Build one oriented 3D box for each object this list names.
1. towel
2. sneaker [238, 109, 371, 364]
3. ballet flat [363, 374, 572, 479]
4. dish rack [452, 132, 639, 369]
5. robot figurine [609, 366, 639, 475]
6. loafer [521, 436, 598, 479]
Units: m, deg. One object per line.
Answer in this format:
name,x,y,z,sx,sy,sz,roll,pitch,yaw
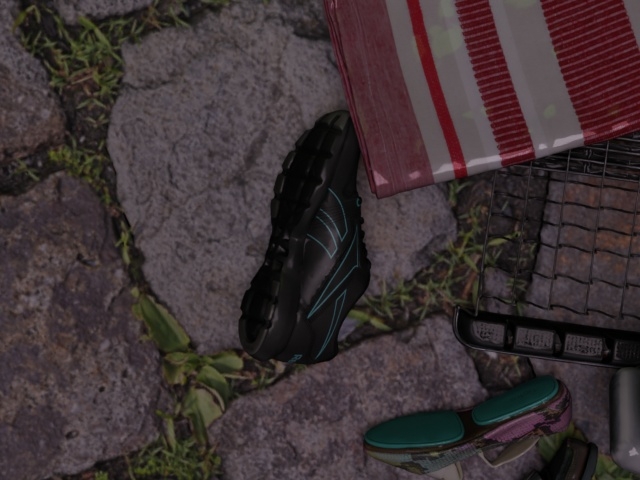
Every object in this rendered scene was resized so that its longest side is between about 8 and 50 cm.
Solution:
towel,0.181,-0.192,1.395,0.329,0.037,0.237,-15,78,-1
sneaker,0.000,0.000,1.440,0.106,0.101,0.267,17,92,-26
ballet flat,0.158,0.207,1.459,0.221,0.077,0.079,-18,114,2
dish rack,0.256,-0.007,1.435,0.208,0.074,0.272,8,94,-1
robot figurine,0.458,0.206,1.373,0.353,0.200,0.300,20,139,-10
loafer,0.199,0.318,1.455,0.084,0.096,0.268,25,97,4
